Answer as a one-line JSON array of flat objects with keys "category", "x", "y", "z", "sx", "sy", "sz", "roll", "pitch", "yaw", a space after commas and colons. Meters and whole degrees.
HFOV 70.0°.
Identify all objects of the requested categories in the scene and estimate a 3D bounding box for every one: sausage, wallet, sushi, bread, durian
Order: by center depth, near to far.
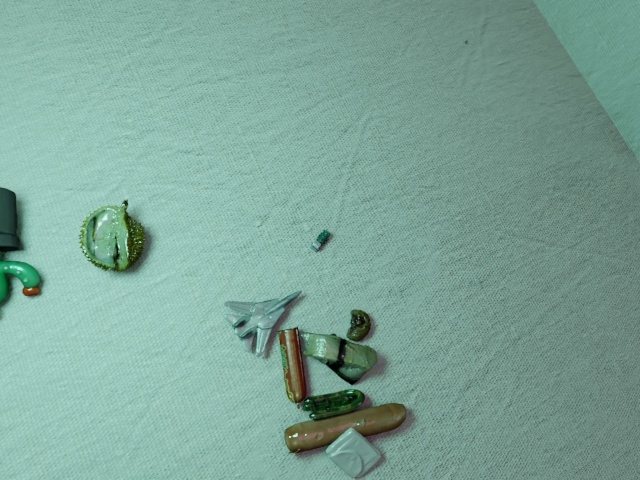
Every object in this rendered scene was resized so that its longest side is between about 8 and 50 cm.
[{"category": "wallet", "x": 0.108, "y": 0.685, "z": 1.463, "sx": 0.124, "sy": 0.032, "sz": 0.183, "roll": -41, "pitch": 114, "yaw": -3}, {"category": "durian", "x": -0.667, "y": -0.012, "z": 1.498, "sx": 0.193, "sy": 0.138, "sz": 0.237, "roll": 18, "pitch": 74, "yaw": -3}, {"category": "sausage", "x": 0.089, "y": 0.611, "z": 1.500, "sx": 0.418, "sy": 0.094, "sz": 0.094, "roll": -7, "pitch": 94, "yaw": -14}, {"category": "sausage", "x": -0.089, "y": 0.424, "z": 1.525, "sx": 0.083, "sy": 0.083, "sz": 0.264, "roll": -6, "pitch": 76, "yaw": -14}, {"category": "sushi", "x": 0.064, "y": 0.371, "z": 1.529, "sx": 0.273, "sy": 0.109, "sz": 0.134, "roll": 35, "pitch": 68, "yaw": -15}, {"category": "bread", "x": 0.139, "y": 0.301, "z": 1.620, "sx": 0.082, "sy": 0.060, "sz": 0.113, "roll": 11, "pitch": 70, "yaw": -6}]

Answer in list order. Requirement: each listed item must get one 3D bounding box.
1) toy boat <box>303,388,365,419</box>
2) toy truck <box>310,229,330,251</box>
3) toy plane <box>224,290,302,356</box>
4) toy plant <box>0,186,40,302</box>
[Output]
[{"category": "toy boat", "x": 0.046, "y": 0.538, "z": 1.513, "sx": 0.210, "sy": 0.104, "sz": 0.052, "roll": -8, "pitch": 108, "yaw": -12}, {"category": "toy truck", "x": 0.000, "y": 0.000, "z": 1.687, "sx": 0.039, "sy": 0.044, "sz": 0.083, "roll": 39, "pitch": 70, "yaw": 4}, {"category": "toy plane", "x": -0.178, "y": 0.245, "z": 1.561, "sx": 0.267, "sy": 0.088, "sz": 0.212, "roll": -31, "pitch": 83, "yaw": -27}, {"category": "toy plant", "x": -1.011, "y": 0.042, "z": 1.391, "sx": 0.279, "sy": 0.185, "sz": 0.400, "roll": 3, "pitch": 81, "yaw": -33}]
